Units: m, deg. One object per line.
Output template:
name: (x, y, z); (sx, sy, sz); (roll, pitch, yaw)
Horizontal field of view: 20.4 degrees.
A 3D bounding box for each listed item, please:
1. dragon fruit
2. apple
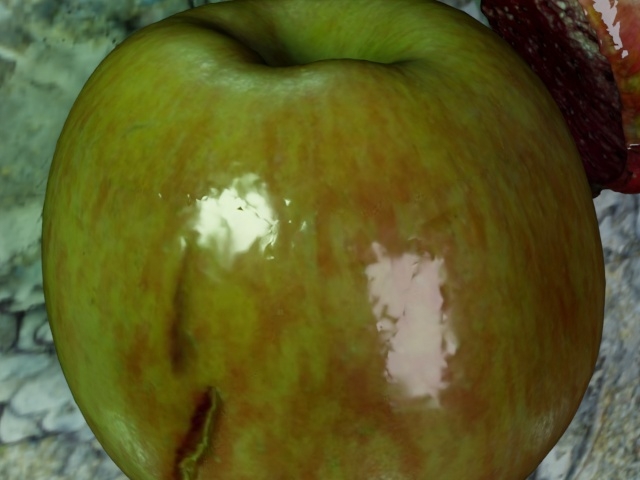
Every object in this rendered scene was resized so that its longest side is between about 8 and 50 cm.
dragon fruit: (0.185, -0.156, 0.948); (0.211, 0.134, 0.262); (-44, 137, -12)
apple: (0.000, 0.000, 0.815); (0.264, 0.264, 0.264); (-21, 129, -28)
